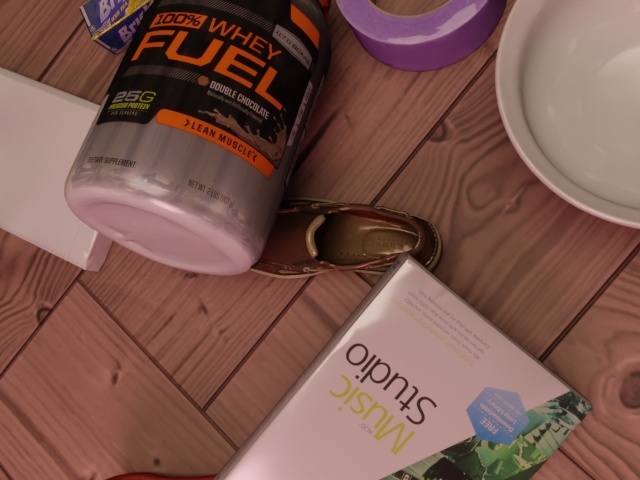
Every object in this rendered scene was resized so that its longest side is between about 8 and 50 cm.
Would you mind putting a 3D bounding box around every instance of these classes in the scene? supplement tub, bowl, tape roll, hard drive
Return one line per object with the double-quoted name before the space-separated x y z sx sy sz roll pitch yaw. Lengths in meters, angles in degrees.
"supplement tub" -0.112 -0.150 0.728 0.207 0.207 0.338 10 69 19
"bowl" 0.321 -0.144 0.648 0.298 0.134 0.298 -3 81 17
"tape roll" 0.113 -0.294 0.767 0.189 0.080 0.189 -3 81 18
"hard drive" -0.387 -0.109 0.922 0.307 0.040 0.203 22 89 19

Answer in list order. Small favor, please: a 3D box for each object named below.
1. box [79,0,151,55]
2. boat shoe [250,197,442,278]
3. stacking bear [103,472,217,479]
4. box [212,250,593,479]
"box" -0.229 -0.319 0.895 0.169 0.054 0.059 -30 74 12
"boat shoe" 0.001 -0.008 0.751 0.257 0.095 0.095 -1 81 18
"stacking bear" -0.178 0.414 0.720 0.175 0.164 0.289 -4 85 17
"box" 0.072 0.206 0.678 0.232 0.058 0.322 39 97 -2
